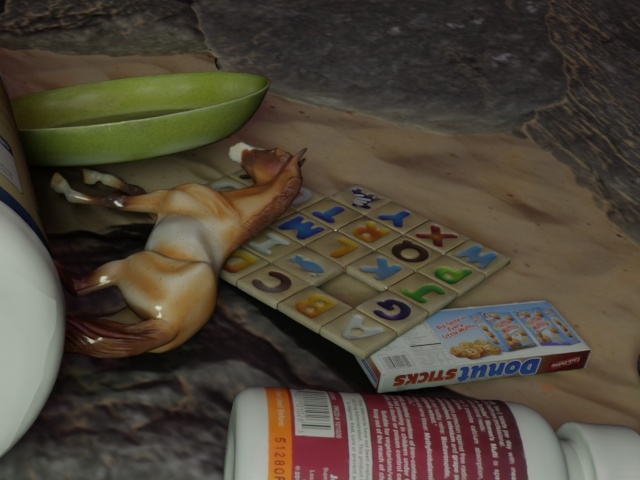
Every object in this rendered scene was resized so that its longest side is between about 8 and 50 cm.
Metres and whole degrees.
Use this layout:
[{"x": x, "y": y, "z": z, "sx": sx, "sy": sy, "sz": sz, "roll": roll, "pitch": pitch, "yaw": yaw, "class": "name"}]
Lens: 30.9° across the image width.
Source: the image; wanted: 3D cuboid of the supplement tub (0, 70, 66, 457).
[{"x": -0.280, "y": -0.023, "z": 0.657, "sx": 0.228, "sy": 0.228, "sz": 0.316, "roll": -1, "pitch": 36, "yaw": -23, "class": "supplement tub"}]

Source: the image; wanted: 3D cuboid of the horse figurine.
[{"x": -0.122, "y": 0.009, "z": 0.810, "sx": 0.174, "sy": 0.066, "sz": 0.263, "roll": 12, "pitch": 37, "yaw": 7, "class": "horse figurine"}]

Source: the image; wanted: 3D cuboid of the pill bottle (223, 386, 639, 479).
[{"x": 0.060, "y": 0.145, "z": 0.626, "sx": 0.221, "sy": 0.121, "sz": 0.121, "roll": 5, "pitch": 34, "yaw": -7, "class": "pill bottle"}]

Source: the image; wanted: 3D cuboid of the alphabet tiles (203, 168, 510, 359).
[{"x": 0.000, "y": 0.000, "z": 0.912, "sx": 0.237, "sy": 0.009, "sz": 0.198, "roll": 28, "pitch": 35, "yaw": 29, "class": "alphabet tiles"}]

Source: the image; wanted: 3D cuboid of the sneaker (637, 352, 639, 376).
[{"x": 0.251, "y": 0.126, "z": 0.795, "sx": 0.075, "sy": 0.063, "sz": 0.170, "roll": 8, "pitch": 38, "yaw": -21, "class": "sneaker"}]

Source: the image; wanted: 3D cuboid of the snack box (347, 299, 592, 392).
[{"x": 0.109, "y": 0.076, "z": 0.851, "sx": 0.178, "sy": 0.022, "sz": 0.064, "roll": -3, "pitch": 34, "yaw": -25, "class": "snack box"}]

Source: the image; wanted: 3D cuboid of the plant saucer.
[{"x": -0.158, "y": -0.097, "z": 0.926, "sx": 0.241, "sy": 0.037, "sz": 0.241, "roll": -6, "pitch": 15, "yaw": 2, "class": "plant saucer"}]
